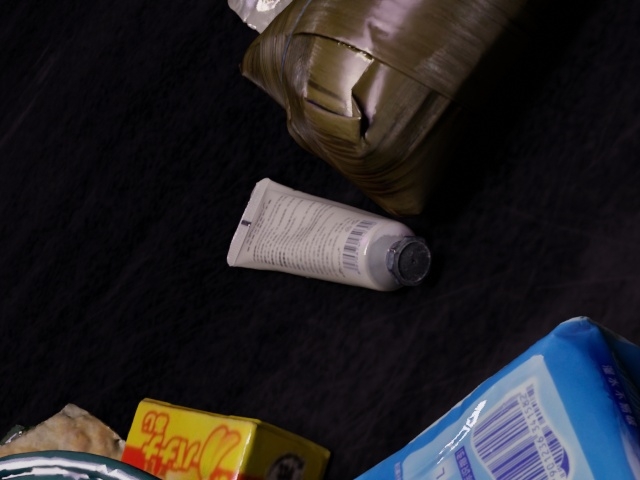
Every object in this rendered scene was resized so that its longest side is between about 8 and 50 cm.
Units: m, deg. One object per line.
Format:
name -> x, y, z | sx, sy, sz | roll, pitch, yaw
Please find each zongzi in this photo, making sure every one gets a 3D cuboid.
zongzi -> 0.056, -0.192, 1.018 | 0.286, 0.138, 0.300 | -55, 30, 2

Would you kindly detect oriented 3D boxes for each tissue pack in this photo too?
tissue pack -> 0.136, 0.206, 0.669 | 0.198, 0.146, 0.263 | -42, 44, 25

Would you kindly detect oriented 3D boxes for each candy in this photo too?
candy -> -0.102, 0.259, 0.945 | 0.146, 0.088, 0.276 | 0, 68, 46

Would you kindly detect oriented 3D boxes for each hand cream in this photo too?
hand cream -> 0.000, 0.000, 1.026 | 0.234, 0.050, 0.080 | 15, 80, 55

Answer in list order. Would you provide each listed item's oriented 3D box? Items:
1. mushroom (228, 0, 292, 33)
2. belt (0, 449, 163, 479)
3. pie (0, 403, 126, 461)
mushroom -> 0.021, -0.254, 1.124 | 0.223, 0.081, 0.092 | -40, 25, 22
belt -> -0.115, 0.335, 0.752 | 0.300, 0.173, 0.436 | -23, 68, 3
pie -> -0.215, 0.234, 1.013 | 0.185, 0.218, 0.052 | 50, 145, 15
